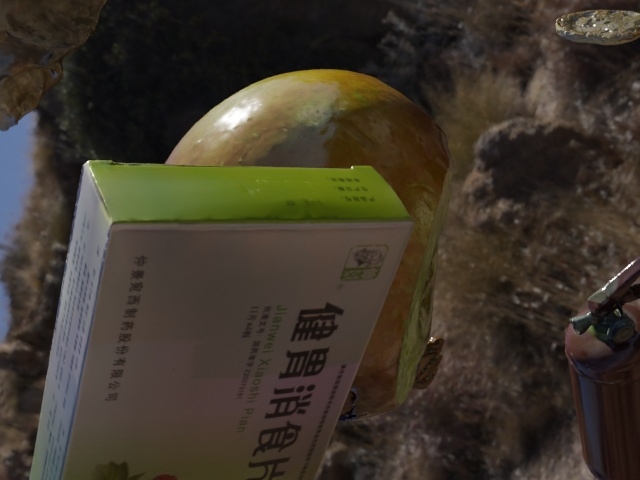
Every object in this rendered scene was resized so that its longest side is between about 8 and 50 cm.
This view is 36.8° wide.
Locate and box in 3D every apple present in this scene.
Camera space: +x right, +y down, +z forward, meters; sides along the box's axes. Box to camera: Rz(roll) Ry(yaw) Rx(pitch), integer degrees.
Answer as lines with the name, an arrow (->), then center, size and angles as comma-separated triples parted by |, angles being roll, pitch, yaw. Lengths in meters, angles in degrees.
apple -> 0.000, 0.000, 1.094 | 0.374, 0.384, 0.374 | -35, 20, 15

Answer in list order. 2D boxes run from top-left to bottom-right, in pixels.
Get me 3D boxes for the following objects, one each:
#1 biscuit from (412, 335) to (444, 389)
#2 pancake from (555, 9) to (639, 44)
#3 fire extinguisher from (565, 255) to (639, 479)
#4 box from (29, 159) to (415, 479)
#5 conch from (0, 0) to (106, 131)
biscuit -> 0.136, 0.172, 1.299 | 0.082, 0.016, 0.092 | -30, -49, -21
pancake -> 0.423, -0.322, 1.442 | 0.139, 0.139, 0.022 | -64, -28, -58
fire extinguisher -> 0.367, 0.150, 1.138 | 0.106, 0.147, 0.337 | 56, 169, 47
box -> -0.068, 0.077, 0.574 | 0.062, 0.175, 0.261 | 56, 138, 45
conch -> -0.127, -0.198, 0.362 | 0.159, 0.210, 0.291 | -12, 71, 63
